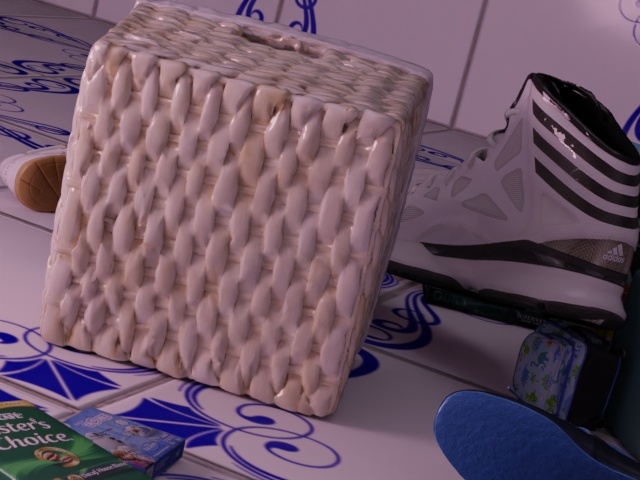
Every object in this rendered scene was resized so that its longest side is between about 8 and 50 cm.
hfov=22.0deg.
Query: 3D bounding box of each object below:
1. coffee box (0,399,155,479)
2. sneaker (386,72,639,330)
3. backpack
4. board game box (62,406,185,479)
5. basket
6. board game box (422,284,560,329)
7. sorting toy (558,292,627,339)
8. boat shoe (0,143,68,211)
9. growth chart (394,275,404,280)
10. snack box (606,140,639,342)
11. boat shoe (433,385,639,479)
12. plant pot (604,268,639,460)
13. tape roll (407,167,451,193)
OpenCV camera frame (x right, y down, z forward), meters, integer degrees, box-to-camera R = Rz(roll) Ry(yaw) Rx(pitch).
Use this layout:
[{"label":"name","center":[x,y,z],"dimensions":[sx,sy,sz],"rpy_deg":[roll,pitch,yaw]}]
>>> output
[{"label":"coffee box","center":[-0.205,0.171,1.206],"dimensions":[0.184,0.040,0.113],"rpy_deg":[24,16,38]},{"label":"sneaker","center":[0.206,-0.059,1.868],"dimensions":[0.169,0.258,0.447],"rpy_deg":[17,-3,-35]},{"label":"backpack","center":[0.254,0.138,1.748],"dimensions":[0.084,0.105,0.114],"rpy_deg":[11,10,-19]},{"label":"board game box","center":[-0.166,0.165,1.330],"dimensions":[0.090,0.020,0.090],"rpy_deg":[16,12,13]},{"label":"basket","center":[-0.087,-0.036,1.640],"dimensions":[0.328,0.331,0.266],"rpy_deg":[15,18,3]},{"label":"board game box","center":[0.226,0.077,2.180],"dimensions":[0.186,0.026,0.126],"rpy_deg":[14,13,-3]},{"label":"sorting toy","center":[0.319,0.104,1.913],"dimensions":[0.046,0.132,0.274],"rpy_deg":[16,12,0]},{"label":"boat shoe","center":[-0.289,-0.090,2.159],"dimensions":[0.277,0.098,0.096],"rpy_deg":[3,17,-40]},{"label":"growth chart","center":[0.000,0.000,2.036],"dimensions":[0.172,0.021,0.237],"rpy_deg":[30,8,20]},{"label":"snack box","center":[0.390,0.031,1.955],"dimensions":[0.060,0.322,0.187],"rpy_deg":[-38,42,-27]},{"label":"boat shoe","center":[0.213,0.212,1.434],"dimensions":[0.258,0.109,0.089],"rpy_deg":[32,7,4]},{"label":"plant pot","center":[0.405,0.161,1.699],"dimensions":[0.165,0.166,0.234],"rpy_deg":[13,19,-8]},{"label":"tape roll","center":[0.228,-0.031,2.339],"dimensions":[0.392,0.072,0.392],"rpy_deg":[6,13,-1]}]
